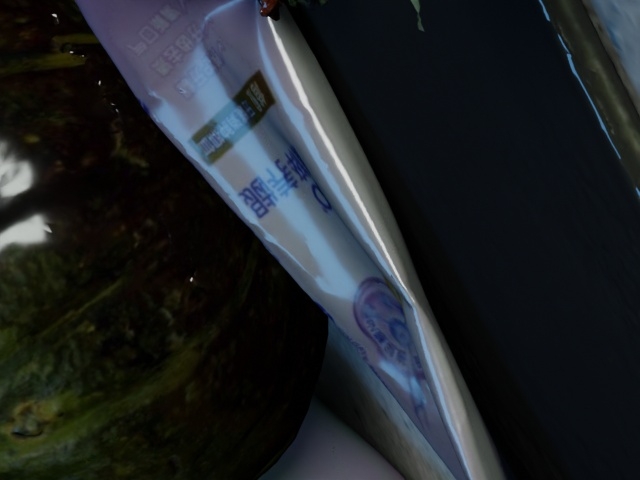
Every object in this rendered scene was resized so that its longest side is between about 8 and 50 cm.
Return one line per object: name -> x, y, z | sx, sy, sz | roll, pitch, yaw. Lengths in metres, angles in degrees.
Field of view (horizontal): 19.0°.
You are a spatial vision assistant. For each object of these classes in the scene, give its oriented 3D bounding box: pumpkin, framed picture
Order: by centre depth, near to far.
framed picture -> 0.016, -0.057, 0.502 | 0.324, 0.013, 0.244 | 63, 168, -7
pumpkin -> -0.088, -0.004, 0.708 | 0.238, 0.159, 0.238 | 53, -166, -19

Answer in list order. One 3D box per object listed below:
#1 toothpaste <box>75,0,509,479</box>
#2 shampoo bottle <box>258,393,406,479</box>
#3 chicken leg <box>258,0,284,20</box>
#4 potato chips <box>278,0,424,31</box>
toothpaste -> 0.000, 0.000, 0.578 | 0.301, 0.048, 0.075 | 58, 165, 1
shampoo bottle -> -0.016, 0.162, 0.822 | 0.349, 0.151, 0.222 | 33, 144, 65
chicken leg -> -0.031, -0.095, 0.534 | 0.083, 0.021, 0.036 | 62, 180, 18
potato chips -> -0.021, -0.125, 0.400 | 0.220, 0.029, 0.202 | 40, 154, 64
